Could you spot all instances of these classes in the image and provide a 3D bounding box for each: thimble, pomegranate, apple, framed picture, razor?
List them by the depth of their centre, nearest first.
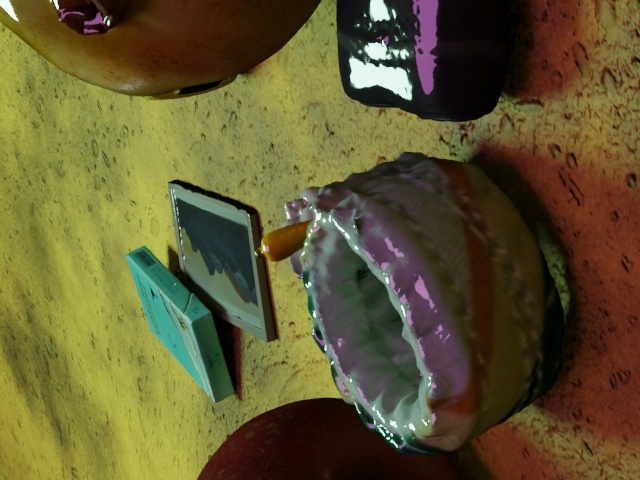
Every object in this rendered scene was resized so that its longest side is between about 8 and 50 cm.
[{"bbox_3d":[0.084,-0.281,1.330,0.204,0.113,0.349,25,127,53],"label":"razor"},{"bbox_3d":[0.103,0.059,1.418,0.254,0.167,0.288,-22,90,64],"label":"thimble"},{"bbox_3d":[-0.185,-0.339,1.466,0.416,0.416,0.417,40,138,47],"label":"pomegranate"},{"bbox_3d":[0.011,0.341,1.599,0.348,0.348,0.277,58,145,26],"label":"apple"},{"bbox_3d":[-0.145,0.023,2.052,0.265,0.018,0.192,20,122,58],"label":"framed picture"}]

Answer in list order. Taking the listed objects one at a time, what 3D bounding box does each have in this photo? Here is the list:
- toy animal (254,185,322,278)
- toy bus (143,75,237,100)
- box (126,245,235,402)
[{"bbox_3d":[0.000,0.000,1.644,0.181,0.131,0.127,-3,139,49],"label":"toy animal"},{"bbox_3d":[-0.178,-0.340,1.758,0.151,0.145,0.331,5,109,60],"label":"toy bus"},{"bbox_3d":[-0.213,0.125,2.183,0.229,0.041,0.162,39,150,49],"label":"box"}]
